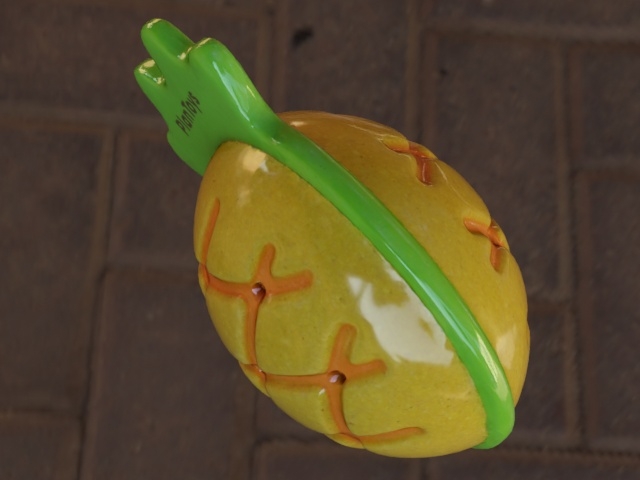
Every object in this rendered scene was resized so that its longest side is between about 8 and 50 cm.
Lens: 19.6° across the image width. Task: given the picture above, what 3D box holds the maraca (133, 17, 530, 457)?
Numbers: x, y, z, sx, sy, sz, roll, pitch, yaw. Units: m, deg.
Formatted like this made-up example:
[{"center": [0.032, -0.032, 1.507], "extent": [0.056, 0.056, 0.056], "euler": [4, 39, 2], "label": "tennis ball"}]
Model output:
[{"center": [0.000, 0.000, 0.641], "extent": [0.099, 0.127, 0.186], "euler": [-41, 85, -19], "label": "maraca"}]
